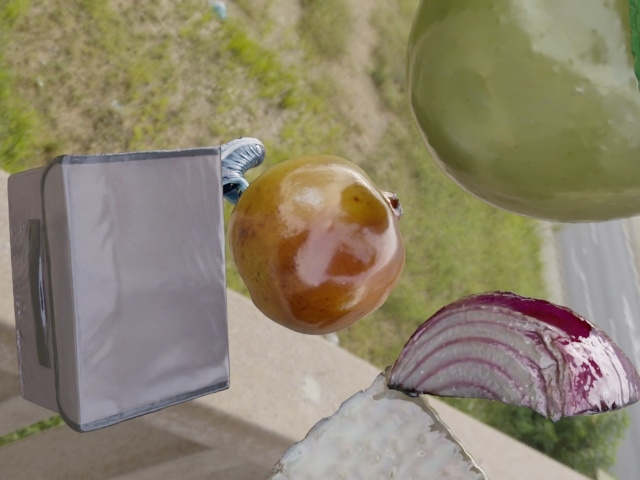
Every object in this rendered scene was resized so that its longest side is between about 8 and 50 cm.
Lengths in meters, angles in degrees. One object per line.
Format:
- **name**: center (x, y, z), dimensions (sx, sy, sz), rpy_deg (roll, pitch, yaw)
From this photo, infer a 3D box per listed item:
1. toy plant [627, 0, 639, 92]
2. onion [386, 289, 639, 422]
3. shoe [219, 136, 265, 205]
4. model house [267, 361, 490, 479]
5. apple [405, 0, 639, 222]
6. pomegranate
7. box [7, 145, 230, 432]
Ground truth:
- **toy plant**: center (0.215, -0.172, 0.459), dimensions (0.154, 0.088, 0.241), rpy_deg (-39, 126, -59)
- **onion**: center (0.214, 0.107, 0.884), dimensions (0.247, 0.250, 0.111), rpy_deg (-3, 91, -47)
- **shoe**: center (-0.167, -0.108, 1.472), dimensions (0.106, 0.091, 0.207), rpy_deg (49, 51, -1)
- **model house**: center (0.066, 0.443, 1.036), dimensions (0.400, 0.445, 0.395), rpy_deg (47, -5, 17)
- **apple**: center (0.339, -0.232, 1.061), dimensions (0.473, 0.473, 0.474), rpy_deg (31, 47, -40)
- **pomegranate**: center (0.000, 0.000, 1.211), dimensions (0.264, 0.264, 0.265), rpy_deg (31, 47, -40)
- **box**: center (-0.206, 0.038, 0.852), dimensions (0.188, 0.153, 0.253), rpy_deg (-10, 98, -42)
